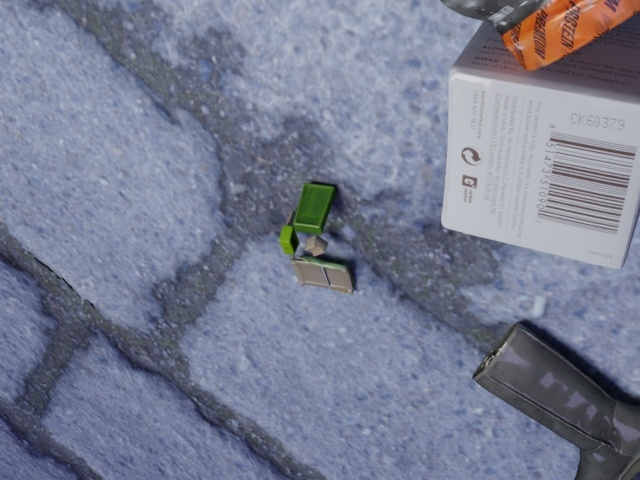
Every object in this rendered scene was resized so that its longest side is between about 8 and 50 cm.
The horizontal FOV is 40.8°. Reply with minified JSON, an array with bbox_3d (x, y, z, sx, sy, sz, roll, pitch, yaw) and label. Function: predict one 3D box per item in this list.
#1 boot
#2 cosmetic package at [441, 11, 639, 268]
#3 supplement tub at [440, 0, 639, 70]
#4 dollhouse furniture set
[{"bbox_3d":[0.270,0.210,0.999,0.209,0.076,0.189,25,121,2],"label":"boot"},{"bbox_3d":[0.200,-0.103,0.704,0.151,0.183,0.151,14,132,20],"label":"cosmetic package"},{"bbox_3d":[0.107,-0.292,0.544,0.207,0.207,0.338,-30,100,43],"label":"supplement tub"},{"bbox_3d":[0.000,0.000,1.028,0.076,0.058,0.151,8,149,17],"label":"dollhouse furniture set"}]
